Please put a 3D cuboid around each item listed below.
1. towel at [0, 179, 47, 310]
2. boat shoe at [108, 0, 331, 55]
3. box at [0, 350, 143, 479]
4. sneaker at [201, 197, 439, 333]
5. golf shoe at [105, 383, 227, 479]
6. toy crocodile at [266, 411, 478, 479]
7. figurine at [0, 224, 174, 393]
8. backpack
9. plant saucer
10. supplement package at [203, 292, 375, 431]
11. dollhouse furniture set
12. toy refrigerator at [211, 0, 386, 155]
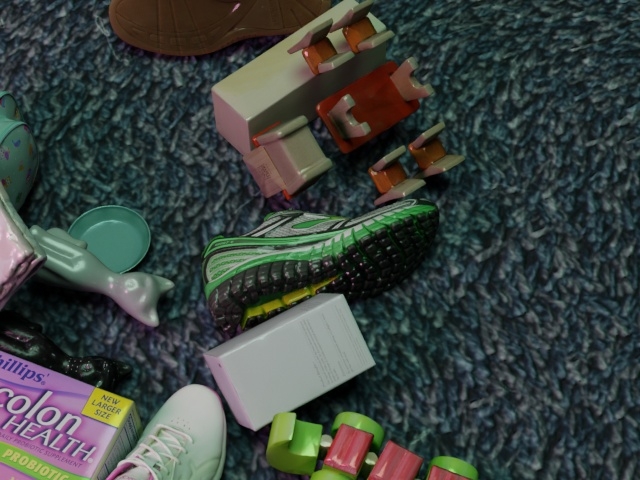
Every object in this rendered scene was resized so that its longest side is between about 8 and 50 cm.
[{"bbox_3d":[-0.519,0.006,1.699,0.332,0.053,0.317,-46,67,24],"label":"towel"},{"bbox_3d":[-0.155,-0.373,2.057,0.342,0.123,0.123,-9,27,1],"label":"boat shoe"},{"bbox_3d":[-0.366,0.284,1.606,0.213,0.117,0.243,19,58,13],"label":"box"},{"bbox_3d":[0.000,0.000,1.781,0.343,0.134,0.146,-16,52,-12],"label":"sneaker"},{"bbox_3d":[-0.198,0.292,1.587,0.115,0.140,0.306,16,57,13],"label":"golf shoe"},{"bbox_3d":[0.095,0.291,1.592,0.340,0.105,0.115,23,59,6],"label":"toy crocodile"},{"bbox_3d":[-0.322,0.101,1.744,0.209,0.092,0.215,23,67,6],"label":"figurine"},{"bbox_3d":[-0.478,-0.122,1.846,0.144,0.166,0.188,6,57,10],"label":"backpack"},{"bbox_3d":[-0.297,0.005,1.847,0.119,0.021,0.119,0,57,1],"label":"plant saucer"},{"bbox_3d":[-0.041,0.151,1.675,0.179,0.105,0.105,-26,97,-16],"label":"supplement package"},{"bbox_3d":[0.029,-0.164,1.851,0.259,0.135,0.262,-32,94,-25],"label":"dollhouse furniture set"},{"bbox_3d":[-0.031,-0.243,1.960,0.269,0.102,0.094,-36,63,-20],"label":"toy refrigerator"}]
